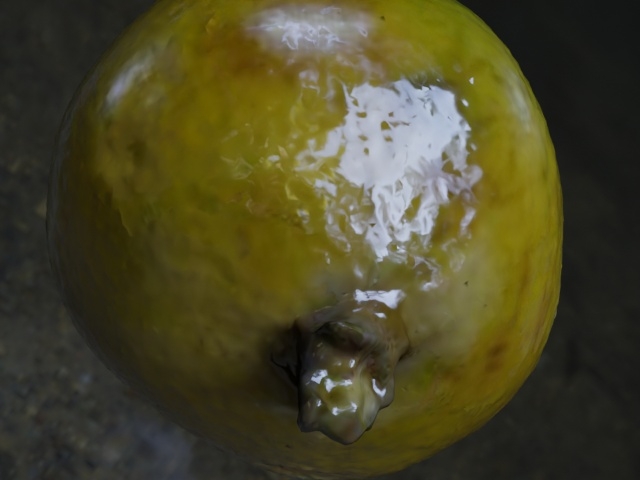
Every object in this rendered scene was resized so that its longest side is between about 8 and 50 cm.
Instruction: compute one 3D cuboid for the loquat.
[{"bbox_3d":[0.000,0.000,0.691,0.213,0.213,0.246,24,23,-18],"label":"loquat"}]
